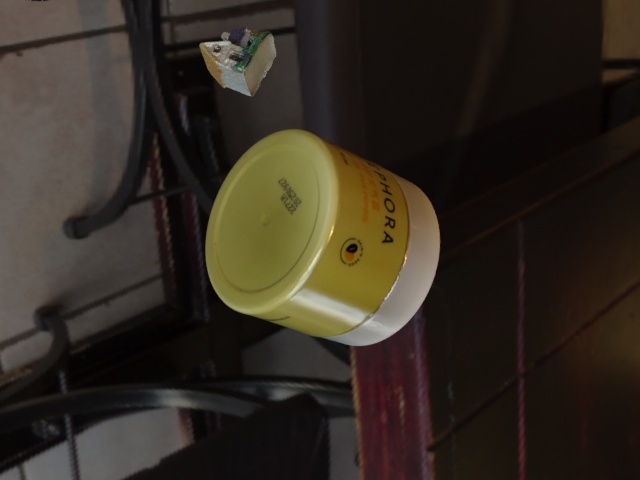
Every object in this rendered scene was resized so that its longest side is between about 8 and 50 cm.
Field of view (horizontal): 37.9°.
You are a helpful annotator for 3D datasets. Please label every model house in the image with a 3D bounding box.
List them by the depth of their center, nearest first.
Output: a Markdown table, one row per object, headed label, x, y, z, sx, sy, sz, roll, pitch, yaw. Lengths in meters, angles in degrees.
| label | x | y | z | sx | sy | sz | roll | pitch | yaw |
| --- | --- | --- | --- | --- | --- | --- | --- | --- | --- |
| model house | -0.141 | -0.313 | 1.555 | 0.101 | 0.100 | 0.088 | -61 | 163 | -17 |

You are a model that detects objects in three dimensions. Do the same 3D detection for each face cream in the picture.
| label | x | y | z | sx | sy | sz | roll | pitch | yaw |
| --- | --- | --- | --- | --- | --- | --- | --- | --- | --- |
| face cream | 0.000 | 0.000 | 1.087 | 0.179 | 0.218 | 0.218 | 22 | 82 | -42 |
